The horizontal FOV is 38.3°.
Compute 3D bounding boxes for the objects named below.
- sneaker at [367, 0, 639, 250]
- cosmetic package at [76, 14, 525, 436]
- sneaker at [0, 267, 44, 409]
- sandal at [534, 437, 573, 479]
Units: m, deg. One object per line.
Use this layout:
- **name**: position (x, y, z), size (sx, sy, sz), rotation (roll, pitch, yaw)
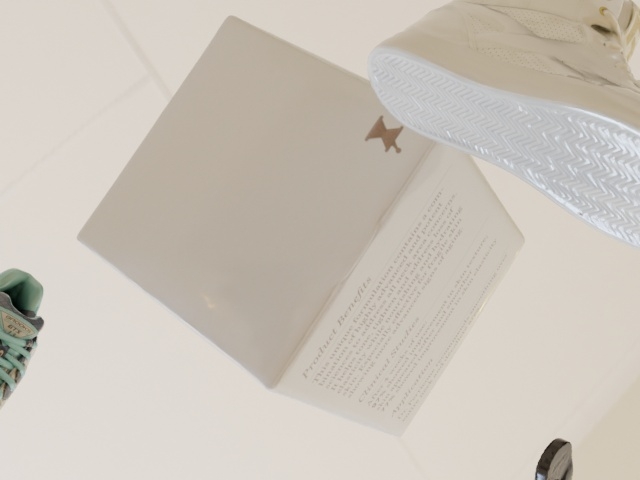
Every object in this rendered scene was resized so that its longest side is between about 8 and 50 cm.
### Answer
- **sneaker**: position (0.194, -0.106, 0.611), size (0.169, 0.292, 0.108), rotation (-42, -32, -24)
- **cosmetic package**: position (0.000, 0.000, 1.139), size (0.329, 0.327, 0.393), rotation (-56, -30, -3)
- **sneaker**: position (-0.313, 0.106, 0.816), size (0.122, 0.283, 0.110), rotation (-39, -64, 10)
- **sandal**: position (0.224, 0.257, 0.860), size (0.067, 0.040, 0.179), rotation (-43, -40, -33)
